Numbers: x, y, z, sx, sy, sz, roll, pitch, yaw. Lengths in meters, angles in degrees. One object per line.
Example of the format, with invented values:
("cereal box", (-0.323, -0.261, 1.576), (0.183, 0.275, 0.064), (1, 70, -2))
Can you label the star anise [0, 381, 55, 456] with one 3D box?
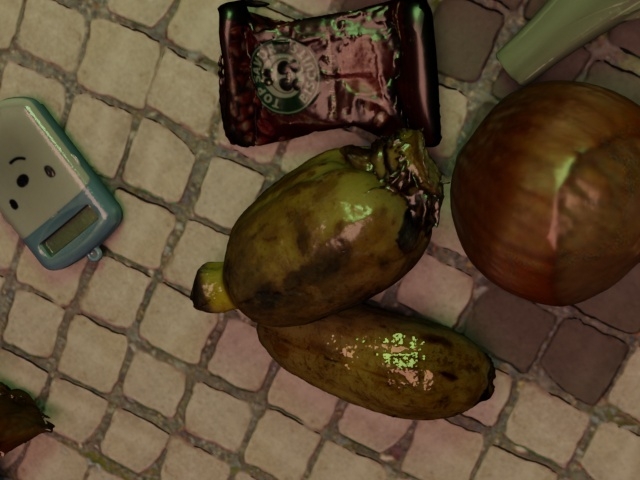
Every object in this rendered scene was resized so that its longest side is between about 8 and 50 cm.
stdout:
("star anise", (-0.451, 0.181, 1.085), (0.237, 0.148, 0.347), (-18, 96, -6))

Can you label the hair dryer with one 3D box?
("hair dryer", (0.207, -0.274, 0.870), (0.267, 0.092, 0.229), (39, 115, 17))

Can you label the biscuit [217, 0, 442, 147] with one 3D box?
("biscuit", (0.006, -0.169, 0.932), (0.235, 0.063, 0.151), (1, 102, 16))

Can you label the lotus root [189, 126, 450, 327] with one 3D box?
("lotus root", (0.000, 0.000, 0.918), (0.314, 0.169, 0.141), (-29, 108, 26))

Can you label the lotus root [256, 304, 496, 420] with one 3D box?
("lotus root", (0.055, 0.126, 0.974), (0.258, 0.097, 0.110), (12, 108, 14))

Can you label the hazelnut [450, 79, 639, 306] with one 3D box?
("hazelnut", (0.218, -0.045, 0.860), (0.214, 0.176, 0.214), (-11, 63, 22))

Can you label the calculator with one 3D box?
("calculator", (-0.313, -0.062, 1.045), (0.121, 0.039, 0.210), (-35, 94, 19))
